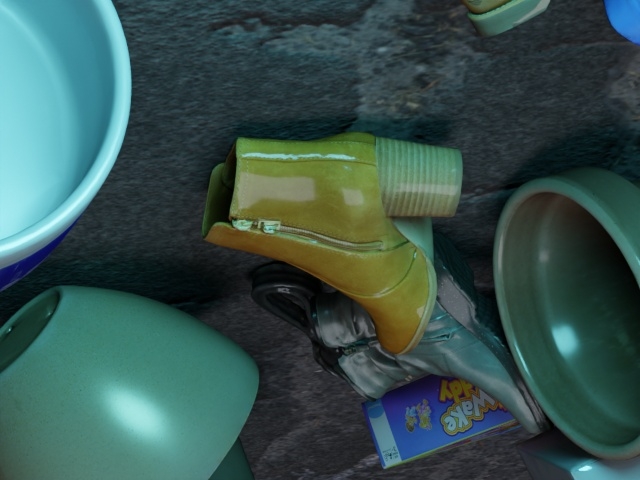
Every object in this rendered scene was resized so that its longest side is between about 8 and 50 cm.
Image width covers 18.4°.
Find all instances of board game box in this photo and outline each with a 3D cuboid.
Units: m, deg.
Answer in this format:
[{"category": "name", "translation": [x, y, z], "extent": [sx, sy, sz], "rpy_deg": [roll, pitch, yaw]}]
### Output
[{"category": "board game box", "translation": [0.248, 0.141, 2.118], "extent": [0.347, 0.078, 0.233], "rpy_deg": [-27, 169, 41]}]

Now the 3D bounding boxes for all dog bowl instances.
[{"category": "dog bowl", "translation": [-0.257, -0.091, 1.228], "extent": [0.265, 0.265, 0.104], "rpy_deg": [2, 159, -21]}]

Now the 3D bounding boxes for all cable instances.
[{"category": "cable", "translation": [0.012, 0.078, 2.045], "extent": [0.139, 0.072, 0.287], "rpy_deg": [-10, 149, 40]}]

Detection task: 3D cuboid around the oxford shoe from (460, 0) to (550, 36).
[{"category": "oxford shoe", "translation": [0.173, -0.216, 1.318], "extent": [0.212, 0.076, 0.076], "rpy_deg": [-29, 111, 23]}]

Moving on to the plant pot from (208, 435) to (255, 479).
[{"category": "plant pot", "translation": [-0.195, 0.292, 2.175], "extent": [0.323, 0.280, 0.323], "rpy_deg": [-6, 157, -3]}]

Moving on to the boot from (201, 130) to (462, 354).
[{"category": "boot", "translation": [0.000, 0.000, 1.746], "extent": [0.211, 0.104, 0.295], "rpy_deg": [2, 145, -5]}]

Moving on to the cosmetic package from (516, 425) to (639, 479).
[{"category": "cosmetic package", "translation": [0.367, 0.195, 1.998], "extent": [0.284, 0.097, 0.377], "rpy_deg": [-28, 179, -3]}]

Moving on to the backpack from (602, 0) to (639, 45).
[{"category": "backpack", "translation": [0.263, -0.182, 1.390], "extent": [0.120, 0.098, 0.101], "rpy_deg": [18, 140, -23]}]

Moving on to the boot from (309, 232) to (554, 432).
[{"category": "boot", "translation": [0.109, 0.115, 1.945], "extent": [0.161, 0.083, 0.246], "rpy_deg": [-31, 110, 20]}]

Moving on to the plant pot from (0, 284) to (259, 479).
[{"category": "plant pot", "translation": [-0.226, 0.154, 1.903], "extent": [0.284, 0.284, 0.191], "rpy_deg": [-27, 117, 40]}]

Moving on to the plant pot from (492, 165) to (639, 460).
[{"category": "plant pot", "translation": [0.321, 0.043, 1.800], "extent": [0.229, 0.263, 0.263], "rpy_deg": [-16, 163, -24]}]
